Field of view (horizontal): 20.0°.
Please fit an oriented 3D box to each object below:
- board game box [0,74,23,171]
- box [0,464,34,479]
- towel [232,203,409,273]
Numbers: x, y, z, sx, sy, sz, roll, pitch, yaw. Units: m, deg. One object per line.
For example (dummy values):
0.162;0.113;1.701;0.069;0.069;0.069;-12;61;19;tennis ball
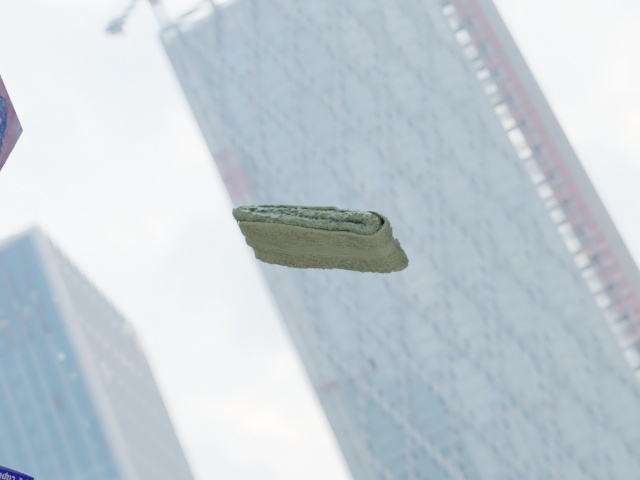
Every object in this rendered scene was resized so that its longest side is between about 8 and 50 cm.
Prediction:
-0.351;-0.113;1.353;0.066;0.319;0.318;-3;-50;18;board game box
-0.270;0.240;1.300;0.072;0.137;0.126;20;-33;-22;box
0.000;0.000;1.632;0.148;0.027;0.110;3;-22;18;towel
